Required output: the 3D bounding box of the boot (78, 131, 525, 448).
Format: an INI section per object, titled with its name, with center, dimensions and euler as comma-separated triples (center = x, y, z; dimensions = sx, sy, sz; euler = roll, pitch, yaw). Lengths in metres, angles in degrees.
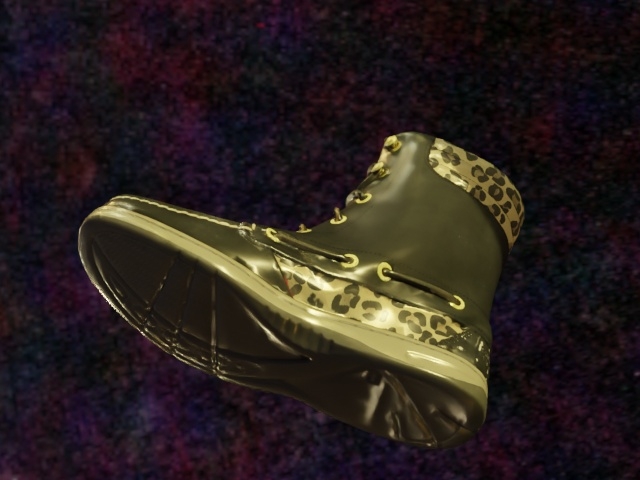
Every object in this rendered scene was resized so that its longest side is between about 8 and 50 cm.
[boot]
center = 0.000, 0.002, 0.683
dimensions = 0.236, 0.179, 0.085
euler = 24, 137, 2
